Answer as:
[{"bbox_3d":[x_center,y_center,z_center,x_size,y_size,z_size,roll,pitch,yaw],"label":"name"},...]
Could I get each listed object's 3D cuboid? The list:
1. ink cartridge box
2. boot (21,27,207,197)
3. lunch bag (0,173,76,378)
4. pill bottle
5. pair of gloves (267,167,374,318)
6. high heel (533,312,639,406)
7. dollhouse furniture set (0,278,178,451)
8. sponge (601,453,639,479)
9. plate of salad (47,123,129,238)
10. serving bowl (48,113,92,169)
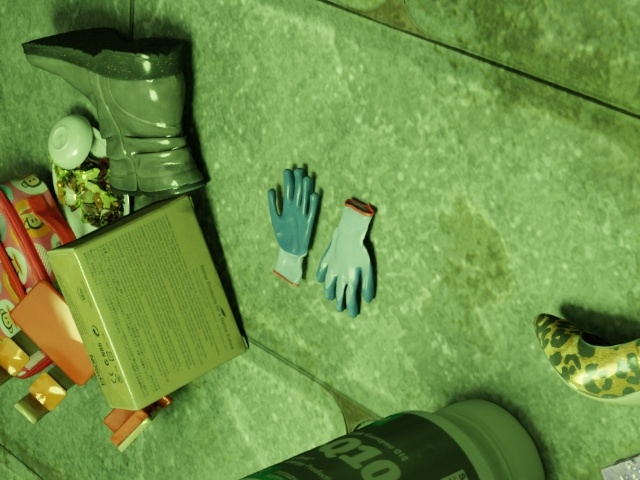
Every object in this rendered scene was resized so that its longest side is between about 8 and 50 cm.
[{"bbox_3d":[-0.231,0.082,2.023,0.088,0.193,0.234,-6,107,54],"label":"ink cartridge box"},{"bbox_3d":[-0.298,-0.174,2.109,0.338,0.118,0.222,19,122,49],"label":"boot"},{"bbox_3d":[-0.448,0.051,2.347,0.258,0.120,0.293,-34,82,48],"label":"lunch bag"},{"bbox_3d":[0.067,0.306,1.652,0.204,0.361,0.204,19,116,44],"label":"pill bottle"},{"bbox_3d":[0.000,0.000,1.891,0.198,0.023,0.159,31,122,38],"label":"pair of gloves"},{"bbox_3d":[0.332,0.088,1.515,0.261,0.093,0.186,41,113,44],"label":"high heel"},{"bbox_3d":[-0.333,0.170,2.168,0.259,0.135,0.262,44,107,0],"label":"dollhouse furniture set"},{"bbox_3d":[0.387,0.256,1.527,0.210,0.031,0.117,-32,79,48],"label":"sponge"},{"bbox_3d":[-0.351,-0.076,2.247,0.200,0.048,0.199,18,115,44],"label":"plate of salad"},{"bbox_3d":[-0.373,-0.147,2.217,0.083,0.027,0.083,-10,74,38],"label":"serving bowl"}]
